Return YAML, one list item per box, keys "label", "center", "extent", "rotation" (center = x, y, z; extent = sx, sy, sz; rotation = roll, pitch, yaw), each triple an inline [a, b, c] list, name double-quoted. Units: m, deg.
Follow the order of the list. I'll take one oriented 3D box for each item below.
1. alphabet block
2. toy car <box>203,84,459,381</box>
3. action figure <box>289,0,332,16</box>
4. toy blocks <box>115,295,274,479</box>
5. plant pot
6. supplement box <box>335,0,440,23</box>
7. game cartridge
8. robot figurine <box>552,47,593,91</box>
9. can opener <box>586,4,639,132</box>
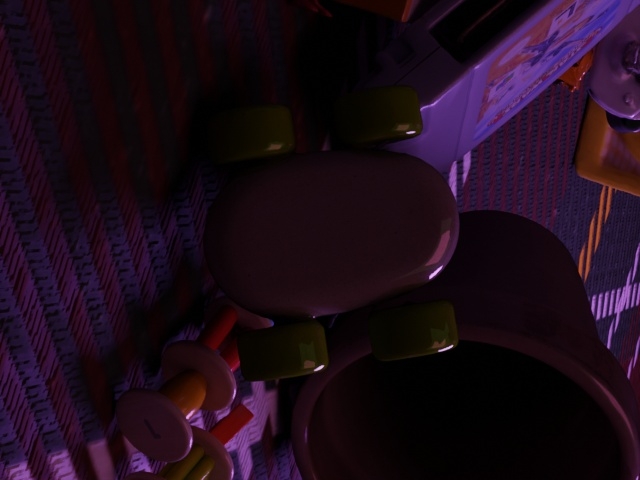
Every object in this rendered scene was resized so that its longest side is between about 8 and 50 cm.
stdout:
- label: "alphabet block"
  center: [0.421, -0.164, 1.749]
  extent: [0.197, 0.192, 0.193]
  rotation: [-40, 143, -51]
- label: "toy car"
  center: [0.000, 0.000, 0.956]
  extent: [0.188, 0.149, 0.155]
  rotation: [148, -66, -83]
- label: "action figure"
  center: [0.014, -0.194, 0.938]
  extent: [0.038, 0.030, 0.115]
  rotation: [2, 106, -63]
- label: "toy blocks"
  center: [-0.066, 0.100, 0.976]
  extent: [0.148, 0.054, 0.123]
  rotation: [-47, 150, -46]
- label: "plant pot"
  center: [0.125, 0.095, 1.229]
  extent: [0.229, 0.263, 0.263]
  rotation: [-72, 168, -50]
- label: "supplement box"
  center: [0.048, -0.163, 1.000]
  extent: [0.098, 0.062, 0.036]
  rotation: [-11, 119, -65]
- label: "game cartridge"
  center: [0.145, -0.152, 1.055]
  extent: [0.297, 0.062, 0.198]
  rotation: [-40, 163, -9]
- label: "robot figurine"
  center: [0.195, -0.235, 1.268]
  extent: [0.211, 0.085, 0.291]
  rotation: [-67, 160, -6]
- label: "can opener"
  center: [0.285, -0.232, 1.305]
  extent: [0.093, 0.074, 0.280]
  rotation: [-167, -85, -75]
